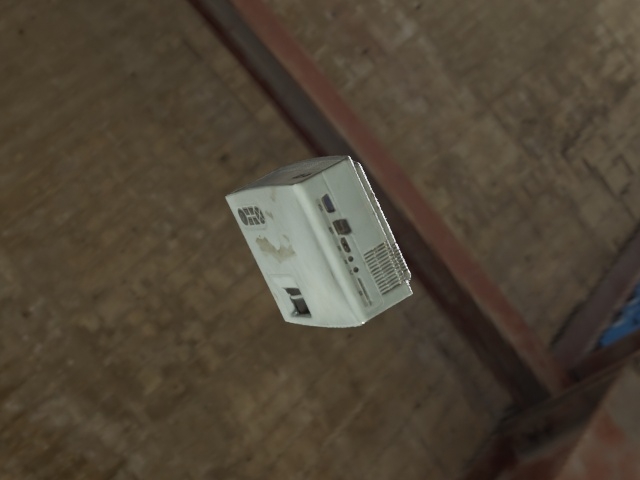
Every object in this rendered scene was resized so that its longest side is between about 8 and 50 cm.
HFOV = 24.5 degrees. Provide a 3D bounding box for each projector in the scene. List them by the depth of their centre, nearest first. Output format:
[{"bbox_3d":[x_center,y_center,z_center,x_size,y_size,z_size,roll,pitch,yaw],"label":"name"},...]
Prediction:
[{"bbox_3d":[0.000,0.000,1.077,0.061,0.147,0.115,-27,-81,-21],"label":"projector"}]
